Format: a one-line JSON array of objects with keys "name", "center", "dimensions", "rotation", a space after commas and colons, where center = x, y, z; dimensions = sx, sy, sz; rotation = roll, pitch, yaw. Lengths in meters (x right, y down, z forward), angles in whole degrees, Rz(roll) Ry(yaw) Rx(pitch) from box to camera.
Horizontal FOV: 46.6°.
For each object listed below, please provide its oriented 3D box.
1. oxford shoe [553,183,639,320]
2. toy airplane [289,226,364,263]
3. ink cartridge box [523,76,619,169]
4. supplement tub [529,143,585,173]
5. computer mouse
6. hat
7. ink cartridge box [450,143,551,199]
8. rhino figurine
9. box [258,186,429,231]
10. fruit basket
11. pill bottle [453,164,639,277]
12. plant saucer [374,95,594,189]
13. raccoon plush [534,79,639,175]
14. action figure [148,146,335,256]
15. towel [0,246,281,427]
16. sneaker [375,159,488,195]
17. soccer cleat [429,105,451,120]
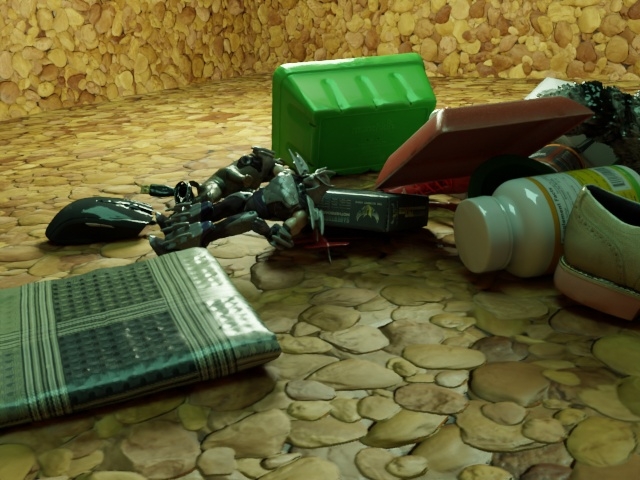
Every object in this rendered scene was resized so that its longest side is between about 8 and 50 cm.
[{"name": "oxford shoe", "center": [0.452, 0.033, 0.809], "dimensions": [0.396, 0.147, 0.140], "rotation": [14, 23, 34]}, {"name": "toy airplane", "center": [0.000, 0.000, 1.171], "dimensions": [0.151, 0.028, 0.151], "rotation": [-2, 18, 1]}, {"name": "ink cartridge box", "center": [0.499, -0.208, 1.432], "dimensions": [0.087, 0.208, 0.153], "rotation": [-46, 20, 7]}, {"name": "supplement tub", "center": [0.408, -0.112, 1.319], "dimensions": [0.106, 0.106, 0.198], "rotation": [8, 22, 30]}, {"name": "computer mouse", "center": [-0.348, -0.066, 1.320], "dimensions": [0.261, 0.060, 0.184], "rotation": [-3, 32, 0]}, {"name": "hat", "center": [0.291, -0.025, 1.205], "dimensions": [0.172, 0.184, 0.209], "rotation": [-8, 63, -14]}, {"name": "ink cartridge box", "center": [0.328, -0.155, 1.481], "dimensions": [0.212, 0.093, 0.154], "rotation": [-15, 22, -25]}, {"name": "rhino figurine", "center": [-0.169, -0.114, 1.470], "dimensions": [0.106, 0.073, 0.243], "rotation": [19, 36, 39]}, {"name": "box", "center": [0.040, -0.055, 1.222], "dimensions": [0.232, 0.059, 0.183], "rotation": [6, 5, 26]}, {"name": "fruit basket", "center": [0.053, -0.301, 1.741], "dimensions": [0.391, 0.283, 0.392], "rotation": [3, 35, -2]}, {"name": "pill bottle", "center": [0.315, -0.023, 1.020], "dimensions": [0.245, 0.136, 0.136], "rotation": [-9, 19, -16]}, {"name": "plant saucer", "center": [0.236, -0.152, 1.142], "dimensions": [0.258, 0.048, 0.259], "rotation": [-10, -11, -19]}, {"name": "raccoon plush", "center": [0.598, -0.135, 1.209], "dimensions": [0.446, 0.216, 0.299], "rotation": [-7, 23, -12]}, {"name": "action figure", "center": [-0.108, -0.046, 1.114], "dimensions": [0.284, 0.099, 0.185], "rotation": [-21, 44, 6]}, {"name": "towel", "center": [-0.238, 0.105, 0.888], "dimensions": [0.312, 0.056, 0.324], "rotation": [-13, 23, -18]}, {"name": "sneaker", "center": [0.194, -0.097, 1.346], "dimensions": [0.128, 0.087, 0.221], "rotation": [-34, 13, -39]}, {"name": "soccer cleat", "center": [0.286, -0.180, 1.343], "dimensions": [0.196, 0.068, 0.076], "rotation": [21, 60, -9]}]
